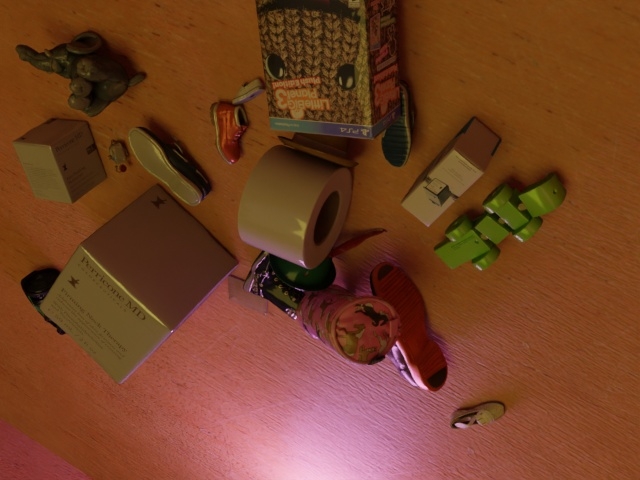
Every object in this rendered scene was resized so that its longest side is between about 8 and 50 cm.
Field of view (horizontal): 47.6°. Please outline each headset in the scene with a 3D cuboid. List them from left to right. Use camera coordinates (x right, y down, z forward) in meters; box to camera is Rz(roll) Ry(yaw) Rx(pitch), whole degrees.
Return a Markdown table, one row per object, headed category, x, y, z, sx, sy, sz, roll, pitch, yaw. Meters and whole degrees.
| category | x | y | z | sx | sy | sz | roll | pitch | yaw |
| --- | --- | --- | --- | --- | --- | --- | --- | --- | --- |
| headset | -0.920 | 0.223 | 2.473 | 0.394 | 0.185 | 0.243 | -12 | 117 | 51 |

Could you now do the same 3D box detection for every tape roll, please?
| category | x | y | z | sx | sy | sz | roll | pitch | yaw |
| --- | --- | --- | --- | --- | --- | --- | --- | --- | --- |
| tape roll | -0.055 | -0.077 | 1.644 | 0.169 | 0.246 | 0.246 | 21 | 132 | 18 |

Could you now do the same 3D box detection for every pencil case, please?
| category | x | y | z | sx | sy | sz | roll | pitch | yaw |
| --- | --- | --- | --- | --- | --- | --- | --- | --- | --- |
| pencil case | 0.057 | 0.189 | 1.724 | 0.167 | 0.160 | 0.386 | 48 | 170 | -11 |

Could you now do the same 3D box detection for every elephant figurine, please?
| category | x | y | z | sx | sy | sz | roll | pitch | yaw |
| --- | --- | --- | --- | --- | --- | --- | --- | --- | --- |
| elephant figurine | -0.598 | -0.437 | 1.796 | 0.169 | 0.186 | 0.239 | -48 | 61 | 12 |

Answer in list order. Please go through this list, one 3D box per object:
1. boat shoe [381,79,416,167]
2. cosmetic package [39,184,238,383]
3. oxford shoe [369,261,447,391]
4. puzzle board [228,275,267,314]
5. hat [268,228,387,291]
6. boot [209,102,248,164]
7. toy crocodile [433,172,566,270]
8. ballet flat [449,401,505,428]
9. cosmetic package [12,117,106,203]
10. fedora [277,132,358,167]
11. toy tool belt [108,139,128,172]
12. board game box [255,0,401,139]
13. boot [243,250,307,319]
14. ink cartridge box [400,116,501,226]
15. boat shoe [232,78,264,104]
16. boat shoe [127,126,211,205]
| category | x | y | z | sx | sy | sz | roll | pitch | yaw |
| --- | --- | --- | --- | --- | --- | --- | --- | --- | --- |
| boat shoe | 0.170 | -0.242 | 1.503 | 0.066 | 0.066 | 0.183 | 15 | 125 | 26 |
| cosmetic package | -0.513 | 0.125 | 2.038 | 0.329 | 0.327 | 0.393 | 44 | 134 | -3 |
| oxford shoe | 0.189 | 0.220 | 1.809 | 0.132 | 0.130 | 0.364 | -3 | 116 | 51 |
| puzzle board | -0.209 | 0.156 | 2.090 | 0.128 | 0.011 | 0.096 | 19 | 130 | 19 |
| hat | 0.000 | 0.000 | 1.743 | 0.173 | 0.208 | 0.183 | 51 | 134 | 22 |
| boot | -0.209 | -0.254 | 1.745 | 0.084 | 0.059 | 0.158 | 5 | 124 | 24 |
| toy crocodile | 0.366 | -0.035 | 1.525 | 0.115 | 0.105 | 0.340 | 43 | 139 | -3 |
| ballet flat | 0.411 | 0.468 | 1.903 | 0.168 | 0.052 | 0.057 | -28 | 105 | 42 |
| cosmetic package | -0.728 | -0.224 | 2.030 | 0.151 | 0.151 | 0.184 | 10 | 129 | 26 |
| fedora | 0.004 | -0.222 | 1.589 | 0.194 | 0.194 | 0.079 | 22 | 98 | 17 |
| toy tool belt | -0.558 | -0.233 | 1.995 | 0.051 | 0.052 | 0.083 | 35 | 142 | 51 |
| board game box | 0.018 | -0.361 | 1.387 | 0.232 | 0.141 | 0.291 | 9 | 121 | 27 |
| boot | -0.099 | 0.105 | 1.931 | 0.178 | 0.085 | 0.236 | 34 | 141 | 2 |
| ink cartridge box | 0.263 | -0.138 | 1.472 | 0.082 | 0.140 | 0.191 | 38 | 135 | -1 |
| boat shoe | -0.170 | -0.344 | 1.671 | 0.100 | 0.035 | 0.035 | -20 | 84 | 45 |
| boat shoe | -0.388 | -0.203 | 1.881 | 0.254 | 0.079 | 0.095 | 42 | 132 | -6 |
